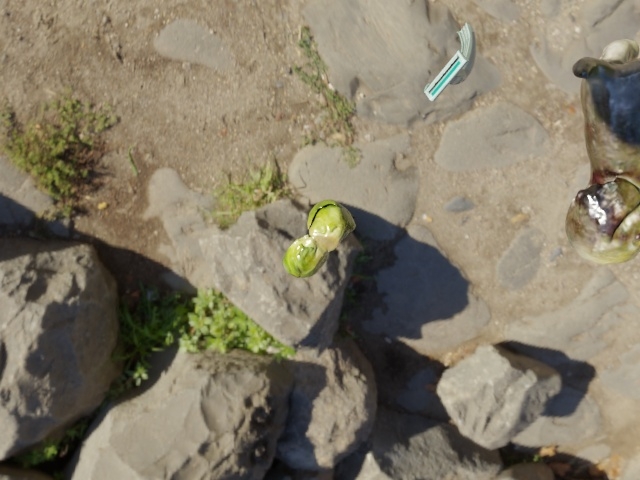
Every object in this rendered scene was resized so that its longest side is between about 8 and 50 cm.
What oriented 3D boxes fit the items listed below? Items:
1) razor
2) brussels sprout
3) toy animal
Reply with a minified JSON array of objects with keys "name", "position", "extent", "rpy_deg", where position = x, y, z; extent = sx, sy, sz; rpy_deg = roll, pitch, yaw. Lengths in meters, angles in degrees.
[{"name":"razor","position":[0.184,-0.240,0.883],"extent":[0.037,0.191,0.068],"rpy_deg":[37,128,-6]},{"name":"brussels sprout","position":[0.000,0.001,0.650],"extent":[0.046,0.051,0.083],"rpy_deg":[31,86,-3]},{"name":"toy animal","position":[0.319,-0.092,0.685],"extent":[0.168,0.121,0.233],"rpy_deg":[-29,120,-23]}]
